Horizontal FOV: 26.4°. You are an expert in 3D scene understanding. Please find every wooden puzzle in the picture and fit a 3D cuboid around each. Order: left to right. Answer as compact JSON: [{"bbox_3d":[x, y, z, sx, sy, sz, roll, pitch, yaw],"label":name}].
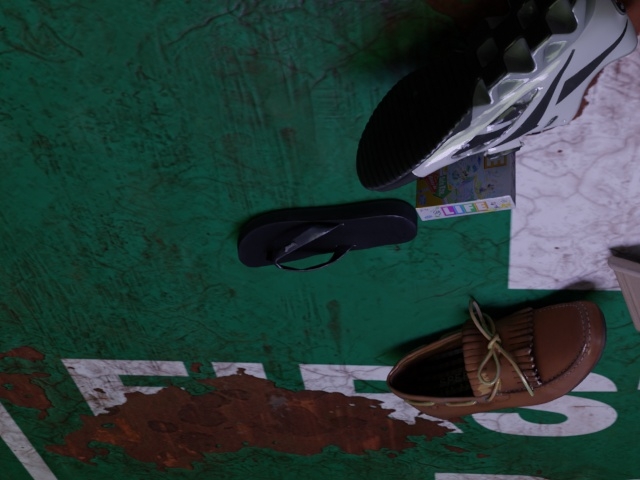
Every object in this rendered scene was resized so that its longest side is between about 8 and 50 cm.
[{"bbox_3d":[0.507,0.094,1.805,0.221,0.044,0.239,18,163,32],"label":"wooden puzzle"}]

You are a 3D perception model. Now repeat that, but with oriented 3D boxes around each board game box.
[{"bbox_3d":[0.157,-0.099,1.469,0.103,0.154,0.026,-8,147,20],"label":"board game box"}]

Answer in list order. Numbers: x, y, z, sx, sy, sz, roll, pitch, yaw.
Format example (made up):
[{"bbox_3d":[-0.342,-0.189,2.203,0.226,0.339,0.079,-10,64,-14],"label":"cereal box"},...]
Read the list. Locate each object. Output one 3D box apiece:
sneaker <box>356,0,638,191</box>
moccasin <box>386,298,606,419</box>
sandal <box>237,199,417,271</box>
[{"bbox_3d":[0.181,-0.136,1.397,0.146,0.122,0.330,26,132,-37],"label":"sneaker"},{"bbox_3d":[0.245,0.164,1.947,0.147,0.139,0.380,16,159,-35],"label":"moccasin"},{"bbox_3d":[0.000,0.000,1.759,0.254,0.054,0.097,-11,146,26],"label":"sandal"}]
